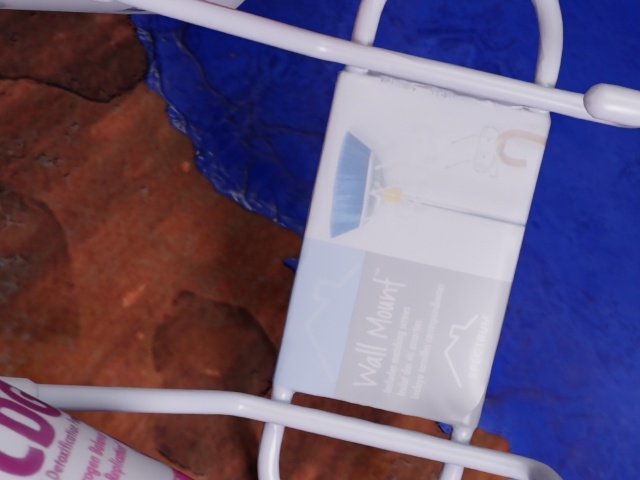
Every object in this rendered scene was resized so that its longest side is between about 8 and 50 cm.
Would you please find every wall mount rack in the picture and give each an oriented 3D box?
[{"bbox_3d":[0.000,0.000,0.744,0.304,0.350,0.130,12,4,-2],"label":"wall mount rack"}]

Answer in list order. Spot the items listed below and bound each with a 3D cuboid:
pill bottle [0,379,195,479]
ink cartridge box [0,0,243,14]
[{"bbox_3d":[-0.196,0.117,0.621,0.283,0.160,0.160,28,45,-10],"label":"pill bottle"},{"bbox_3d":[-0.148,-0.162,0.756,0.308,0.385,0.091,-2,99,-34],"label":"ink cartridge box"}]
